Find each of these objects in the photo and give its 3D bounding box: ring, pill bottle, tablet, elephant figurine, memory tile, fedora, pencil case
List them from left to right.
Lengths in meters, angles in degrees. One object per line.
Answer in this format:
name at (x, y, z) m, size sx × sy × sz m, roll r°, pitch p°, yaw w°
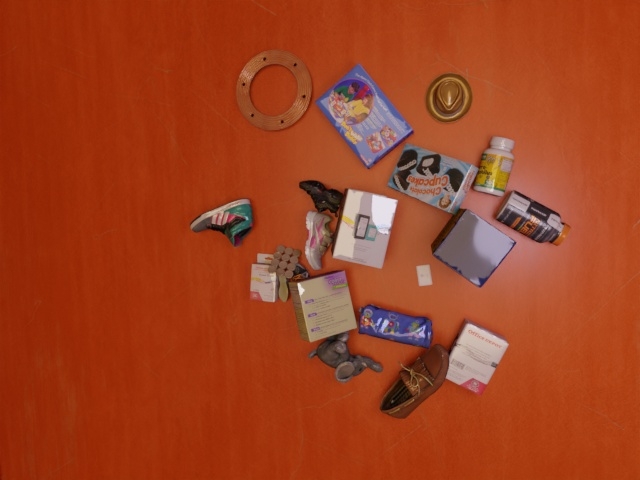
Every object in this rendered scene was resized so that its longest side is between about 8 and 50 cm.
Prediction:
ring at (-0.198, -0.637, 1.980) m, size 0.337 × 0.032 × 0.336 m, roll 1°, pitch 94°, yaw 12°
memory tile at (-0.153, 0.090, 1.978) m, size 0.113 × 0.012 × 0.148 m, roll 14°, pitch 56°, yaw 9°
elephant figurine at (0.107, 0.505, 1.926) m, size 0.186 × 0.169 × 0.239 m, roll -21°, pitch 106°, yaw 42°
pencil case at (0.302, 0.343, 1.878) m, size 0.306 × 0.119 × 0.133 m, roll 11°, pitch 72°, yaw 13°
tablet at (0.423, 0.142, 1.894) m, size 0.054 × 0.006 × 0.083 m, roll -8°, pitch 91°, yaw 14°
fedora at (0.496, -0.556, 1.795) m, size 0.194 × 0.079 × 0.194 m, roll 1°, pitch 94°, yaw 13°
pill bottle at (0.659, -0.278, 1.754) m, size 0.117 × 0.117 × 0.208 m, roll 16°, pitch 98°, yaw 12°
pill bottle at (0.793, -0.076, 1.729) m, size 0.246 × 0.130 × 0.130 m, roll 30°, pitch 100°, yaw 10°

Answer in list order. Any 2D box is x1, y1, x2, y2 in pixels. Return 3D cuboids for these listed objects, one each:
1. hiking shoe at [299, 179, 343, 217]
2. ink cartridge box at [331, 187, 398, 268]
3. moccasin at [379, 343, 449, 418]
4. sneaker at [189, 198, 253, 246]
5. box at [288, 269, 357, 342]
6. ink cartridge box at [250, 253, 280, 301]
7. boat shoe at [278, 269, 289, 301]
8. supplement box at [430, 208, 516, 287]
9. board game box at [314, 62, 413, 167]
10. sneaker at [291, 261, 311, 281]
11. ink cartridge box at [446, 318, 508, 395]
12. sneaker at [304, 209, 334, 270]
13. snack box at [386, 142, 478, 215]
hiking shoe at (-0.011, -0.174, 1.916) m, size 0.227 × 0.086 × 0.114 m, roll 30°, pitch 120°, yaw 37°
ink cartridge box at (0.166, -0.055, 1.825) m, size 0.197 × 0.198 × 0.270 m, roll 13°, pitch 96°, yaw -2°
moccasin at (0.363, 0.551, 1.828) m, size 0.147 × 0.139 × 0.380 m, roll 18°, pitch 123°, yaw -31°
sneaker at (-0.417, -0.048, 2.027) m, size 0.295 × 0.124 × 0.178 m, roll -22°, pitch 79°, yaw 12°
box at (0.008, 0.263, 1.892) m, size 0.213 × 0.117 × 0.243 m, roll -13°, pitch 92°, yaw -22°
ink cartridge box at (-0.239, 0.160, 2.020) m, size 0.115 × 0.067 × 0.198 m, roll 4°, pitch 94°, yaw 13°
boat shoe at (-0.154, 0.197, 2.014) m, size 0.049 × 0.043 × 0.137 m, roll -3°, pitch 93°, yaw 27°
supplement box at (0.534, 0.014, 1.678) m, size 0.195 × 0.356 × 0.194 m, roll 36°, pitch 100°, yaw 8°
board game box at (0.176, -0.496, 1.875) m, size 0.233 × 0.078 × 0.347 m, roll -38°, pitch 85°, yaw 13°
sneaker at (-0.078, 0.193, 1.977) m, size 0.084 × 0.083 × 0.215 m, roll -25°, pitch 86°, yaw 15°
ink cartridge box at (0.598, 0.452, 1.823) m, size 0.172 × 0.100 × 0.237 m, roll 26°, pitch 100°, yaw 11°
sneaker at (0.000, 0.000, 1.936) m, size 0.111 × 0.103 × 0.252 m, roll 1°, pitch 94°, yaw 15°
snack box at (0.414, -0.237, 1.758) m, size 0.322 × 0.060 × 0.187 m, roll 33°, pitch 102°, yaw 45°
